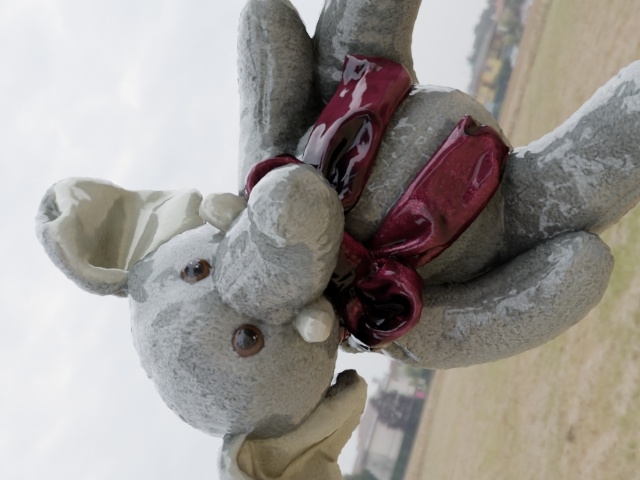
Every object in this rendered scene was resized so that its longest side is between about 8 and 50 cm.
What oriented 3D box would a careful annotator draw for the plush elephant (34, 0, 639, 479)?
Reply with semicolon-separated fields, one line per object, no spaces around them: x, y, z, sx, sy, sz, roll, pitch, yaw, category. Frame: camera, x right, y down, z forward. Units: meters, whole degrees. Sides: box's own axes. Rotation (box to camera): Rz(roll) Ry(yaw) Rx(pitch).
0.000;0.000;0.449;0.255;0.272;0.330;-37;-14;-45;plush elephant
